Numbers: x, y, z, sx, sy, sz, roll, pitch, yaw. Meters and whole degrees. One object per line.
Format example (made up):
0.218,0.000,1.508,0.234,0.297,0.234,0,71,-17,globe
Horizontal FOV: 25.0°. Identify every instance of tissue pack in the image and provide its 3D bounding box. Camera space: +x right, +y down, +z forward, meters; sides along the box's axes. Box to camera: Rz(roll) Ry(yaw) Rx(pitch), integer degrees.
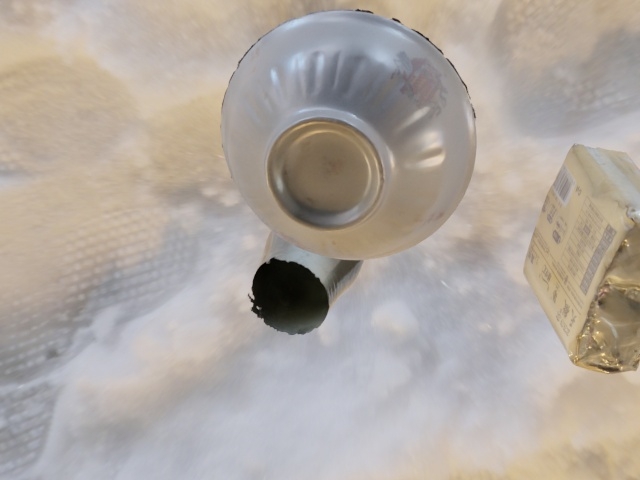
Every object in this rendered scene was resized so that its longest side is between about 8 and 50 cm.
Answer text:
0.301,0.016,1.543,0.090,0.222,0.186,11,112,-14,tissue pack

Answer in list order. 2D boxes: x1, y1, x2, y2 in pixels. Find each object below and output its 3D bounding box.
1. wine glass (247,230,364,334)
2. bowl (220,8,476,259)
0.000,0.000,1.435,0.103,0.222,0.103,8,121,13,wine glass
0.011,-0.059,0.994,0.189,0.086,0.189,4,113,10,bowl
